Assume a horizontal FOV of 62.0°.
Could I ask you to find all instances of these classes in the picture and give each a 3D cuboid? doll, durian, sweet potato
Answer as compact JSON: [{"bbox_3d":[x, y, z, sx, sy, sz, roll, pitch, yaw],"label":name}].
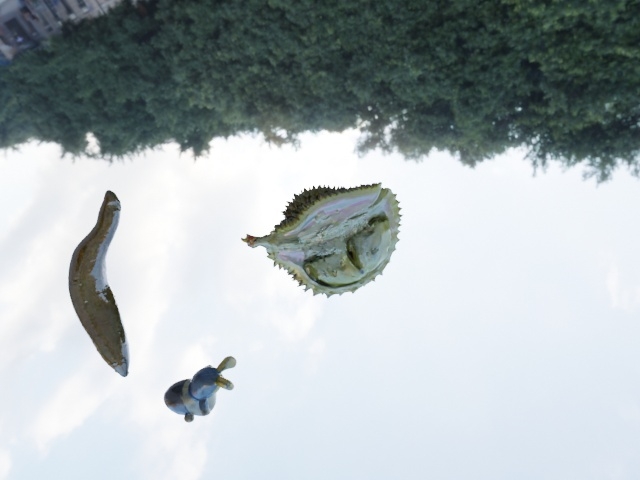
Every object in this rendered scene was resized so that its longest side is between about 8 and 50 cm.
[{"bbox_3d":[-0.220,0.279,0.989,0.179,0.089,0.102,-27,-137,27],"label":"doll"},{"bbox_3d":[0.000,0.000,0.682,0.208,0.146,0.102,-5,-170,-20],"label":"durian"},{"bbox_3d":[-0.412,0.081,0.994,0.109,0.345,0.079,-3,-178,6],"label":"sweet potato"}]
